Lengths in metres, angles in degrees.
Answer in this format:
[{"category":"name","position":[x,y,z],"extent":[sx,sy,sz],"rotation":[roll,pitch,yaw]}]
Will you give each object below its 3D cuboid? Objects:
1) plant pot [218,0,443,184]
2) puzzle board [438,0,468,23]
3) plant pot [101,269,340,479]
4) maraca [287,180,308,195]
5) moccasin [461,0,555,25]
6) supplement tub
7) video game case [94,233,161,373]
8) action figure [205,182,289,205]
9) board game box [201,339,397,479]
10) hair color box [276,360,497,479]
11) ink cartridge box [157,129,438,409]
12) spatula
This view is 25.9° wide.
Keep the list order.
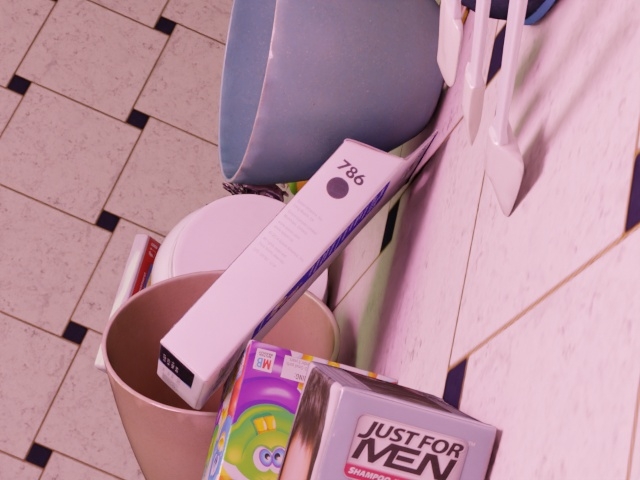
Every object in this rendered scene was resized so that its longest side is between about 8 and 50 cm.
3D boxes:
[{"category":"plant pot","position":[0.018,-0.190,1.435],"extent":[0.290,0.195,0.290],"rotation":[-172,90,-76]},{"category":"puzzle board","position":[0.143,-0.251,1.457],"extent":[0.128,0.011,0.096],"rotation":[-90,19,-63]},{"category":"plant pot","position":[-0.109,0.216,1.572],"extent":[0.256,0.256,0.274],"rotation":[-85,-3,-56]},{"category":"maraca","position":[0.012,-0.140,1.856],"extent":[0.186,0.099,0.127],"rotation":[-60,-16,2]},{"category":"moccasin","position":[0.151,-0.252,0.984],"extent":[0.342,0.117,0.138],"rotation":[121,163,-62]},{"category":"supplement tub","position":[-0.117,0.079,1.836],"extent":[0.316,0.228,0.228],"rotation":[124,160,-69]},{"category":"video game case","position":[-0.212,0.139,2.053],"extent":[0.285,0.025,0.204],"rotation":[41,-121,-52]},{"category":"action figure","position":[-0.058,-0.140,1.982],"extent":[0.276,0.141,0.164],"rotation":[-54,-5,-38]},{"category":"board game box","position":[-0.040,0.253,1.242],"extent":[0.144,0.142,0.275],"rotation":[120,164,-63]},{"category":"hair color box","position":[0.003,0.285,0.976],"extent":[0.185,0.113,0.374],"rotation":[-179,106,-82]},{"category":"ink cartridge box","position":[-0.026,0.013,1.348],"extent":[0.333,0.065,0.165],"rotation":[-46,-6,-17]},{"category":"spatula","position":[0.116,-0.143,0.979],"extent":[0.242,0.019,0.168],"rotation":[90,169,-58]}]
